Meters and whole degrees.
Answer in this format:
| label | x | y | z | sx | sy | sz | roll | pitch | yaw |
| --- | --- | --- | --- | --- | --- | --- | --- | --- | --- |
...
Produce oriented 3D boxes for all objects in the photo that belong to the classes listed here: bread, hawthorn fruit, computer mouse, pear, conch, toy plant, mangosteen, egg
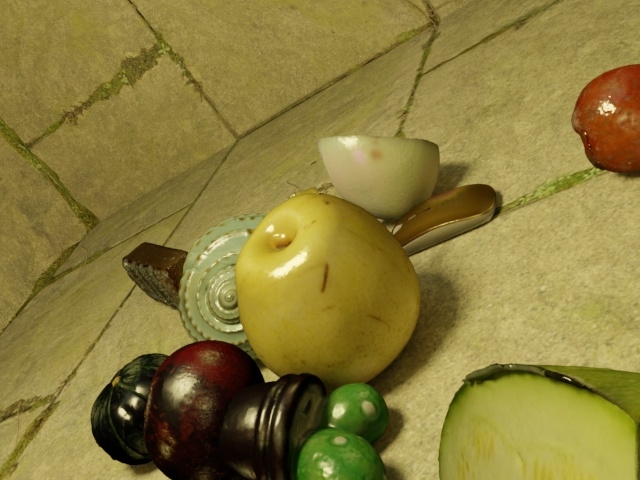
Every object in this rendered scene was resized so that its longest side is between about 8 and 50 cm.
| label | x | y | z | sx | sy | sz | roll | pitch | yaw |
| --- | --- | --- | --- | --- | --- | --- | --- | --- | --- |
| bread | -0.406 | 0.099 | 1.940 | 0.113 | 0.165 | 0.417 | -45 | 22 | -19 |
| hawthorn fruit | 0.485 | -0.192 | 1.129 | 0.173 | 0.173 | 0.173 | -32 | 22 | 15 |
| computer mouse | 0.219 | -0.039 | 1.388 | 0.245 | 0.056 | 0.126 | -26 | 24 | 32 |
| pear | 0.007 | 0.083 | 1.160 | 0.309 | 0.309 | 0.309 | -32 | 22 | 15 |
| conch | -0.179 | 0.088 | 1.463 | 0.319 | 0.215 | 0.302 | 168 | 107 | -69 |
| toy plant | -0.011 | 0.274 | 0.988 | 0.235 | 0.175 | 0.218 | 1 | 30 | 19 |
| mangosteen | -0.147 | 0.279 | 1.166 | 0.262 | 0.235 | 0.235 | 7 | 27 | -2 |
| egg | 0.133 | -0.123 | 1.499 | 0.271 | 0.161 | 0.206 | 3 | -2 | -40 |

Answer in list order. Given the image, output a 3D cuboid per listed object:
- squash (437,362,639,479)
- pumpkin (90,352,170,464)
| label | x | y | z | sx | sy | sz | roll | pitch | yaw |
| --- | --- | --- | --- | --- | --- | --- | --- | --- | --- |
| squash | 0.188 | 0.227 | 0.670 | 0.309 | 0.210 | 0.233 | -3 | 83 | 48 |
| pumpkin | -0.339 | 0.321 | 1.396 | 0.221 | 0.162 | 0.220 | -36 | 17 | 13 |
